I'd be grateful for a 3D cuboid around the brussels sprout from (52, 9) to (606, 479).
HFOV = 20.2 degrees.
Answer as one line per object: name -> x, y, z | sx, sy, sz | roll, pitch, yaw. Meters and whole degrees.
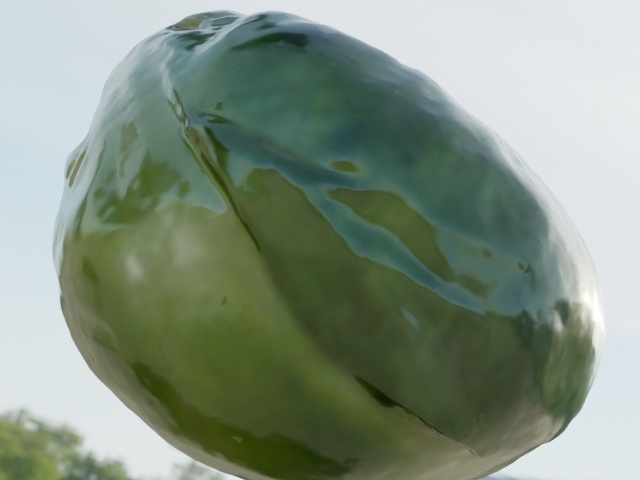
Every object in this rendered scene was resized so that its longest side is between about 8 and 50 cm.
brussels sprout -> -0.003, 0.001, 0.531 | 0.183, 0.131, 0.145 | 34, 21, 17
